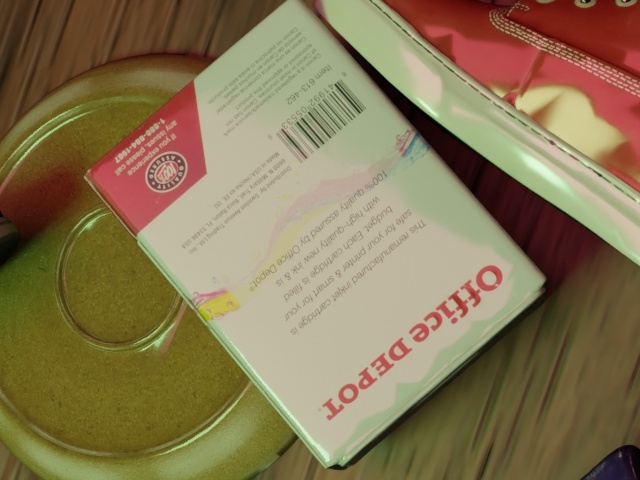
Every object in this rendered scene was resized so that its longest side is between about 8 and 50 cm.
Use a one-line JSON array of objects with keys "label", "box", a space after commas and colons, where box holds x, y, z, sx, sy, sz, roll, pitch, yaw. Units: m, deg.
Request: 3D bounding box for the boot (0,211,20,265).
[{"label": "boot", "box": [-0.271, -0.024, 0.882, 0.236, 0.085, 0.179, -24, 94, 38]}]

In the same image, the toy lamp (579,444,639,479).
[{"label": "toy lamp", "box": [0.208, 0.084, 0.714, 0.274, 0.080, 0.080, -30, 73, 15]}]

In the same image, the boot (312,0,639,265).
[{"label": "boot", "box": [0.130, -0.102, 0.768, 0.244, 0.088, 0.176, 35, 96, 17]}]

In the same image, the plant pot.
[{"label": "plant pot", "box": [-0.096, 0.018, 0.878, 0.236, 0.032, 0.236, -3, 83, 24]}]

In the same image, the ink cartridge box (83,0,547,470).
[{"label": "ink cartridge box", "box": [0.000, 0.000, 0.789, 0.127, 0.072, 0.175, -40, 79, -1]}]
